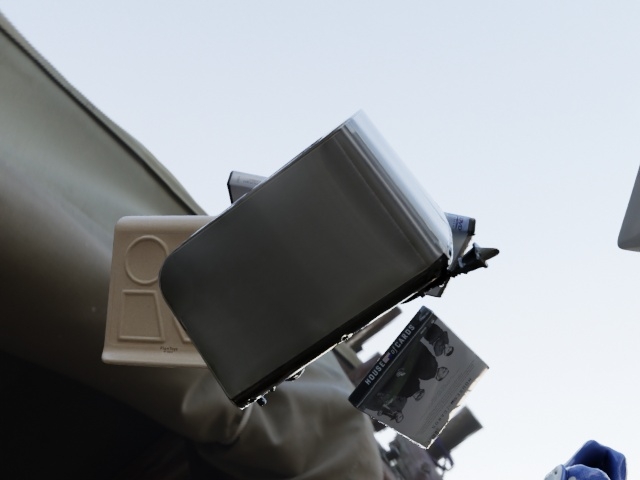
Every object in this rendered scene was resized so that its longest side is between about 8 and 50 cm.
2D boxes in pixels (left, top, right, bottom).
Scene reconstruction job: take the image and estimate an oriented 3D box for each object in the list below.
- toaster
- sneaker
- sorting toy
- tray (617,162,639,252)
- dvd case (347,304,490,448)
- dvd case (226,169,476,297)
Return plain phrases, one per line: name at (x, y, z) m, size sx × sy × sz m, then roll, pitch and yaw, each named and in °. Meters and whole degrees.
toaster at (0.000, 0.000, 0.436) m, size 0.185 × 0.168 × 0.110 m, roll -35°, pitch -82°, yaw 13°
sneaker at (0.238, 0.291, 0.656) m, size 0.296 × 0.111 × 0.131 m, roll -11°, pitch -65°, yaw -58°
sorting toy at (-0.197, 0.067, 0.890) m, size 0.192 × 0.208 × 0.038 m, roll 0°, pitch -13°, yaw 13°
tray at (0.473, -0.036, 0.717) m, size 0.270 × 0.030 × 0.145 m, roll 8°, pitch -75°, yaw -7°
dvd case at (0.163, 0.222, 1.024) m, size 0.179 × 0.029 × 0.238 m, roll -51°, pitch -45°, yaw -3°
dvd case at (0.028, 0.000, 0.725) m, size 0.252 × 0.022 × 0.180 m, roll 11°, pitch -26°, yaw 5°
